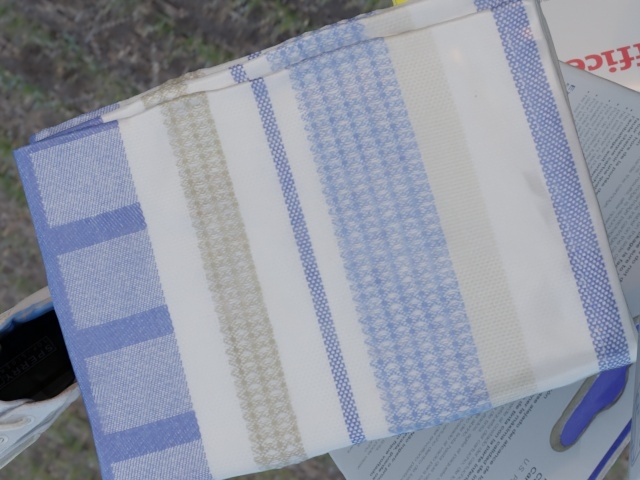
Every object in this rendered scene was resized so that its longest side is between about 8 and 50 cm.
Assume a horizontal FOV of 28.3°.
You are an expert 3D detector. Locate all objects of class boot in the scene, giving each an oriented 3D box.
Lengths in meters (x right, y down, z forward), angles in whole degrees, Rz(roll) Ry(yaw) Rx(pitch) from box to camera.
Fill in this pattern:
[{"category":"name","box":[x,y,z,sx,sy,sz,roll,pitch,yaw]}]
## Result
[{"category":"boot","box":[-0.222,0.103,0.754,0.095,0.258,0.123,49,146,-3]}]

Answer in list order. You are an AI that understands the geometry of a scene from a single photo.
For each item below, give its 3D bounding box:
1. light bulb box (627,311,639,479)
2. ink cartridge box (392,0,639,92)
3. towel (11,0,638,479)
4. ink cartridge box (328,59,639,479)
[{"category":"light bulb box","box":[0.276,-0.057,0.304,0.357,0.225,0.361,5,156,9]},{"category":"ink cartridge box","box":[0.213,-0.254,1.300,0.279,0.385,0.160,-13,155,6]},{"category":"towel","box":[0.000,0.000,0.639,0.285,0.209,0.034,-18,174,8]},{"category":"ink cartridge box","box":[0.140,0.055,0.825,0.071,0.324,0.330,32,-174,-28]}]
